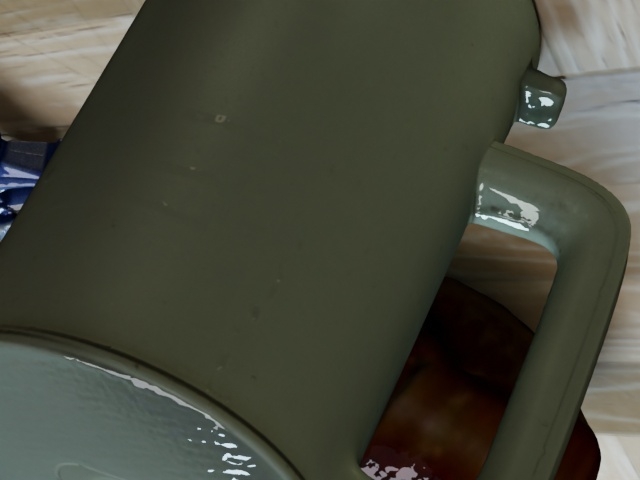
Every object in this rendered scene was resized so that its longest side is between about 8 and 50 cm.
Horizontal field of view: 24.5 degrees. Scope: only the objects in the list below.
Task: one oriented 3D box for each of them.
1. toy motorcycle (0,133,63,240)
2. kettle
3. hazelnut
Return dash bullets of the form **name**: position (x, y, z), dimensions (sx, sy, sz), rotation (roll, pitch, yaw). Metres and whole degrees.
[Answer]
- **toy motorcycle**: position (-0.248, -0.049, 0.986), dimensions (0.205, 0.076, 0.114), rotation (19, 132, -16)
- **kettle**: position (-0.010, 0.004, 0.721), dimensions (0.265, 0.318, 0.205), rotation (36, 143, -13)
- **hazelnut**: position (0.051, 0.129, 0.943), dimensions (0.229, 0.229, 0.229), rotation (17, 145, 12)
